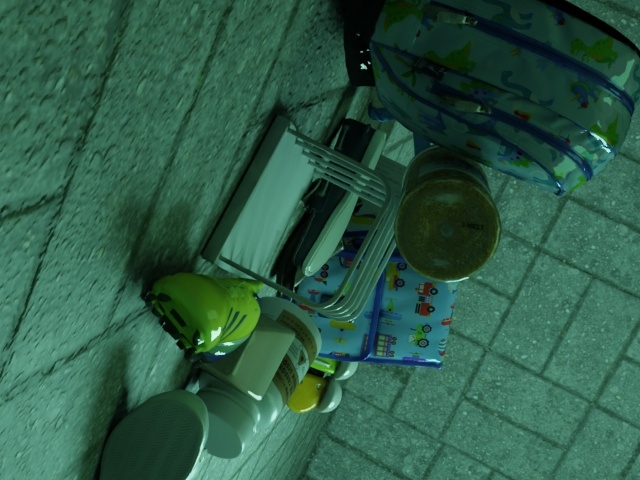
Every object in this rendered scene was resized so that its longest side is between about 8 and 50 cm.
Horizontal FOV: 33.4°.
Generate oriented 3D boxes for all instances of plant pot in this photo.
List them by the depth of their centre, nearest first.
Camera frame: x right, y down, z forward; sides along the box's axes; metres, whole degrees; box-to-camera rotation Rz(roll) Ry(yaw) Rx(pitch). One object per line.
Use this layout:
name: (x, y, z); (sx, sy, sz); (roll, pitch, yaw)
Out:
plant pot: (-0.116, 0.140, 1.430); (0.109, 0.109, 0.096); (-62, 158, -5)

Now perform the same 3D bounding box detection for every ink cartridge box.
ink cartridge box: (0.121, -0.019, 2.034); (0.233, 0.171, 0.168); (-62, 170, -5)

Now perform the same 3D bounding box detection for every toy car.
toy car: (-0.025, 0.253, 2.170); (0.182, 0.159, 0.136); (-64, -155, 7)

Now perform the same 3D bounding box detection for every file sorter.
file sorter: (-0.006, -0.010, 1.373); (0.193, 0.173, 0.278); (-63, 170, -4)

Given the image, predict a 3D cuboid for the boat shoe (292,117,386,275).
boat shoe: (0.014, -0.069, 1.602); (0.255, 0.079, 0.095); (-64, 169, -9)

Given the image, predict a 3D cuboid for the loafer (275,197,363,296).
loafer: (0.000, 0.000, 1.716); (0.220, 0.078, 0.080); (-61, 170, -13)

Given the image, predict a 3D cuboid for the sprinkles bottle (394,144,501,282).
sprinkles bottle: (0.158, -0.044, 1.337); (0.355, 0.121, 0.121); (-62, 178, -77)

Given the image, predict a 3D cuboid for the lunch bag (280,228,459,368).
lunch bag: (0.075, 0.094, 1.848); (0.138, 0.293, 0.221); (-101, -166, -58)

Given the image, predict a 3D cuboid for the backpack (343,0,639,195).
backpack: (0.206, -0.205, 1.283); (0.290, 0.355, 0.273); (57, 43, -82)

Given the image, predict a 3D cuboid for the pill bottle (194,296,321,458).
pill bottle: (-0.103, 0.200, 1.559); (0.229, 0.131, 0.131); (-54, 167, -41)

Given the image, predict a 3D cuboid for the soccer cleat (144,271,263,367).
soccer cleat: (-0.117, 0.069, 1.173); (0.121, 0.093, 0.289); (-37, 172, -10)

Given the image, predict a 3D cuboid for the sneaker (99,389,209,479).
sneaker: (-0.196, 0.255, 1.335); (0.292, 0.108, 0.169); (-57, 177, 34)

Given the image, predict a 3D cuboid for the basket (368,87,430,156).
basket: (0.181, -0.205, 1.598); (0.255, 0.201, 0.289); (-48, 137, -60)
